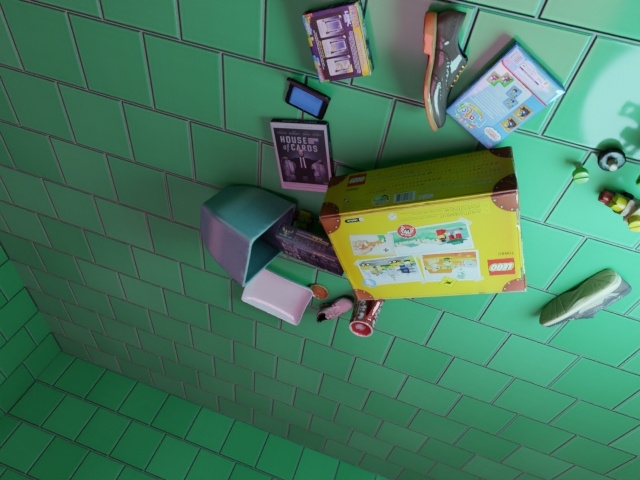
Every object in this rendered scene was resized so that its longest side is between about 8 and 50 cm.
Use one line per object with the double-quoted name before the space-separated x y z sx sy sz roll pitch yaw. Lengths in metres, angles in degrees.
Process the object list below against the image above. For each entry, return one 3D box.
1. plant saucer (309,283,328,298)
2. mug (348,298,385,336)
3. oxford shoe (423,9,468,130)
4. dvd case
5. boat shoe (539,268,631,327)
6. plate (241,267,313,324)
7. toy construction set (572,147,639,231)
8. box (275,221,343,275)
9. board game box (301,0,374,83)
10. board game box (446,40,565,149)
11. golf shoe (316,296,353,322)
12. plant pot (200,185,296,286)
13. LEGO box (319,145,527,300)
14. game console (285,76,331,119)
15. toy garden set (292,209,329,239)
"plant saucer" -0.007 0.206 1.766 0.084 0.013 0.083 13 135 14
"mug" 0.171 0.254 1.619 0.113 0.169 0.150 13 135 13
"oxford shoe" 0.292 -0.387 1.013 0.099 0.096 0.271 2 126 16
"dvd case" -0.051 -0.257 1.342 0.180 0.029 0.238 8 134 17
"boat shoe" 0.808 0.199 1.336 0.092 0.102 0.285 35 130 -3
"plate" -0.184 0.223 1.837 0.278 0.045 0.277 25 136 2
"toy construction set" 0.790 -0.075 0.988 0.309 0.237 0.258 41 134 -16
"box" -0.025 0.032 1.463 0.233 0.059 0.183 20 163 12
"board game box" 0.046 -0.487 1.070 0.141 0.048 0.170 -1 130 22
"board game box" 0.435 -0.338 1.042 0.160 0.039 0.211 37 134 -12
"golf shoe" 0.059 0.288 1.762 0.186 0.085 0.067 -30 113 39
"plant pot" -0.272 -0.046 1.499 0.252 0.248 0.247 33 137 14
"LEGO box" 0.298 -0.023 1.237 0.501 0.193 0.372 -6 133 22
"game console" -0.040 -0.386 1.190 0.122 0.107 0.071 26 108 -1
"toy garden set" 0.000 0.000 1.547 0.204 0.049 0.244 20 141 12
